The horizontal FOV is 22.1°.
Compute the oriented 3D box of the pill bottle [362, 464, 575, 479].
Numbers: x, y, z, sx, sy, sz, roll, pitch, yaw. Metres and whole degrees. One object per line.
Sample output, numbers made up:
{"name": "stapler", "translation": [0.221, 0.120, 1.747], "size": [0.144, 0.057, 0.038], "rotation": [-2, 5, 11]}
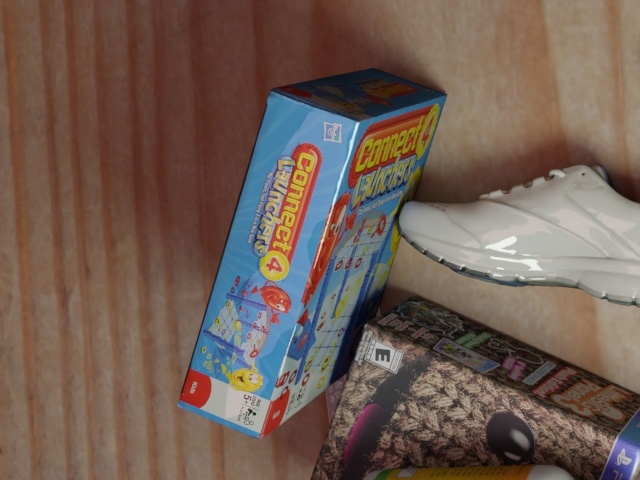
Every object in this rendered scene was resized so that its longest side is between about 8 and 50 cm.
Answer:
{"name": "pill bottle", "translation": [0.160, 0.270, 1.461], "size": [0.246, 0.136, 0.136], "rotation": [-5, 97, 23]}

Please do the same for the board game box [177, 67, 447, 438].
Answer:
{"name": "board game box", "translation": [0.000, 0.000, 1.547], "size": [0.086, 0.308, 0.302], "rotation": [21, 106, 14]}

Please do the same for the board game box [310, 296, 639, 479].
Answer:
{"name": "board game box", "translation": [0.159, 0.225, 1.607], "size": [0.291, 0.141, 0.232], "rotation": [23, 107, 18]}

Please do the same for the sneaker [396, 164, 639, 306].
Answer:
{"name": "sneaker", "translation": [0.220, -0.013, 1.579], "size": [0.297, 0.111, 0.129], "rotation": [8, 90, 17]}

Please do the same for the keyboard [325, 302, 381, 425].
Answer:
{"name": "keyboard", "translation": [0.035, 0.119, 1.723], "size": [0.072, 0.014, 0.256], "rotation": [-4, 98, 25]}
